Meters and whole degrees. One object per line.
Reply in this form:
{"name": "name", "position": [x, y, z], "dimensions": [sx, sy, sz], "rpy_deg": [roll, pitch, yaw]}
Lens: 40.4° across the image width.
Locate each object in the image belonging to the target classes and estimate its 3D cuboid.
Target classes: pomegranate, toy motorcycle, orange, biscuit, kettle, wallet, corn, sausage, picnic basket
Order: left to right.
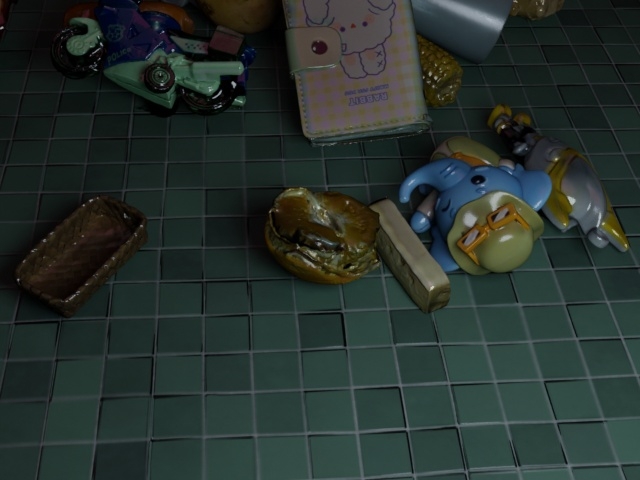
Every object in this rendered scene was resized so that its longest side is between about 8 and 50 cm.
{"name": "picnic basket", "position": [-0.326, 0.022, 1.200], "dimensions": [0.110, 0.055, 0.193], "rpy_deg": [25, 50, 18]}
{"name": "sausage", "position": [-0.345, -0.381, 1.556], "dimensions": [0.238, 0.098, 0.098], "rpy_deg": [0, 47, -1]}
{"name": "toy motorcycle", "position": [-0.270, -0.317, 1.442], "dimensions": [0.331, 0.125, 0.196], "rpy_deg": [16, 70, 3]}
{"name": "pomegranate", "position": [-0.144, -0.474, 1.588], "dimensions": [0.191, 0.191, 0.191], "rpy_deg": [2, 47, -2]}
{"name": "orange", "position": [0.000, 0.000, 1.204], "dimensions": [0.170, 0.112, 0.160], "rpy_deg": [39, 40, 0]}
{"name": "wallet", "position": [0.056, -0.315, 1.420], "dimensions": [0.223, 0.077, 0.309], "rpy_deg": [-9, 79, 3]}
{"name": "corn", "position": [0.085, -0.342, 1.530], "dimensions": [0.363, 0.120, 0.120], "rpy_deg": [32, 53, 19]}
{"name": "biscuit", "position": [0.122, 0.017, 1.231], "dimensions": [0.052, 0.056, 0.188], "rpy_deg": [-18, 51, -20]}
{"name": "kettle", "position": [0.208, -0.452, 1.559], "dimensions": [0.243, 0.160, 0.210], "rpy_deg": [21, 54, -7]}

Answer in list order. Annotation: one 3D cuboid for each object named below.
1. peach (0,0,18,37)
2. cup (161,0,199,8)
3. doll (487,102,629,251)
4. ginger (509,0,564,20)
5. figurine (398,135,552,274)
{"name": "peach", "position": [-0.690, -0.352, 1.439], "dimensions": [0.258, 0.201, 0.361], "rpy_deg": [40, 60, -26]}
{"name": "cup", "position": [-0.237, -0.510, 1.677], "dimensions": [0.136, 0.099, 0.133], "rpy_deg": [31, 52, 25]}
{"name": "doll", "position": [0.357, -0.098, 1.329], "dimensions": [0.103, 0.145, 0.316], "rpy_deg": [-35, 44, 9]}
{"name": "ginger", "position": [0.303, -0.516, 1.697], "dimensions": [0.354, 0.126, 0.190], "rpy_deg": [11, 59, 4]}
{"name": "figurine", "position": [0.214, -0.051, 1.260], "dimensions": [0.180, 0.154, 0.262], "rpy_deg": [-25, 35, -13]}
